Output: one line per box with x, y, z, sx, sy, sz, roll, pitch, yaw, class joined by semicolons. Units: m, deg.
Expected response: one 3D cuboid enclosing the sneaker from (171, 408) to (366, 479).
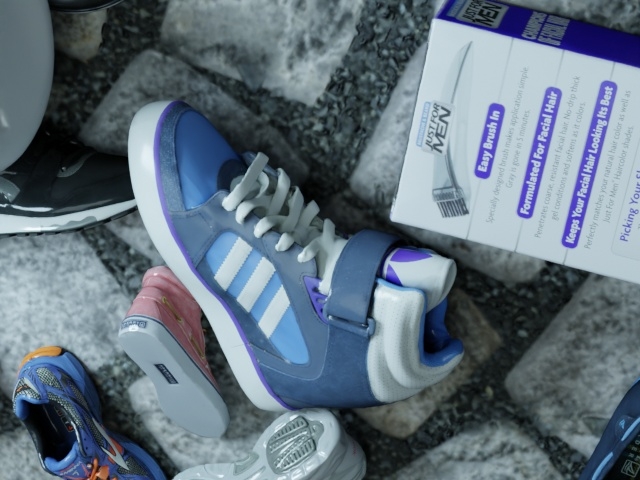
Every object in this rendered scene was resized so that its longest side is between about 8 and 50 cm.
-0.054;0.248;1.838;0.232;0.090;0.115;-29;137;18;sneaker

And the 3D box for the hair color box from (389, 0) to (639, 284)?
0.244;-0.073;1.645;0.339;0.110;0.185;15;114;7;hair color box

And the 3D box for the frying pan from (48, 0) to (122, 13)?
-0.167;-0.295;1.700;0.326;0.053;0.197;-4;110;19;frying pan

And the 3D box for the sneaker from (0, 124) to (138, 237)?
-0.277;-0.070;1.780;0.283;0.107;0.124;-5;103;16;sneaker

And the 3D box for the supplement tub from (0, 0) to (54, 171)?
-0.414;-0.161;1.696;0.316;0.228;0.228;0;110;25;supplement tub

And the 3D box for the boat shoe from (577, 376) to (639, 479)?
0.261;0.236;1.764;0.109;0.089;0.258;13;113;9;boat shoe

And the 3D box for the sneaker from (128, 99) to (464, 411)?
0.000;0.001;1.701;0.236;0.130;0.322;-13;113;30;sneaker

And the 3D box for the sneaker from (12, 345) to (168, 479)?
-0.224;0.209;1.876;0.083;0.087;0.221;-35;98;23;sneaker

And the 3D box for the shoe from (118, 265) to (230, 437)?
-0.123;0.103;1.827;0.063;0.081;0.178;-3;139;28;shoe
